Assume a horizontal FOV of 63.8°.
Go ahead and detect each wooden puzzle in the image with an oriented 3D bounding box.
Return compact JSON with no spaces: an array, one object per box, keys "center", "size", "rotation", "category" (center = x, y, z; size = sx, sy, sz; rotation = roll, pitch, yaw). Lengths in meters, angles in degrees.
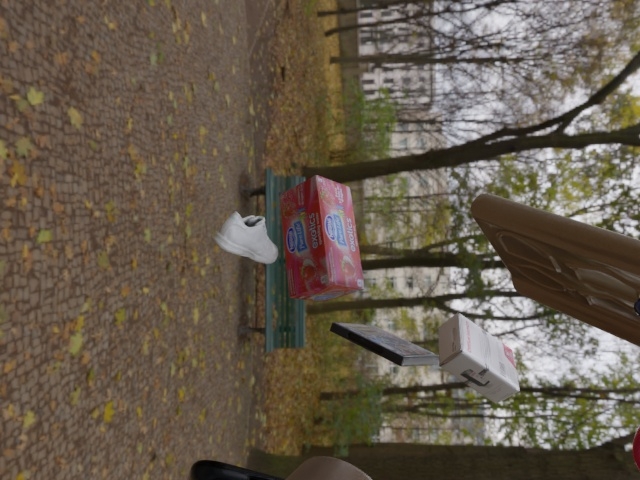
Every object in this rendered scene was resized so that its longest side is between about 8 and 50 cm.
[{"center":[0.468,0.046,0.940],"size":[0.081,0.322,0.348],"rotation":[-54,136,-10],"category":"wooden puzzle"}]

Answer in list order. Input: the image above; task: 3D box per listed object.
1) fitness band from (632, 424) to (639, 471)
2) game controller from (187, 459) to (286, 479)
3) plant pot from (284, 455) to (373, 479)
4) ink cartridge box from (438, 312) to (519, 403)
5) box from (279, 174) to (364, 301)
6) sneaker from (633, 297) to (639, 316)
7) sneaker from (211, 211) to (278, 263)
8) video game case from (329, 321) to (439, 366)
[{"center":[0.696,0.399,0.876],"size":[0.054,0.290,0.209],"rotation":[-39,118,-33],"category":"fitness band"},{"center":[-0.088,0.476,0.943],"size":[0.067,0.318,0.167],"rotation":[-81,-170,-54],"category":"game controller"},{"center":[-0.009,0.435,0.697],"size":[0.229,0.262,0.263],"rotation":[-46,140,-50],"category":"plant pot"},{"center":[0.441,0.330,1.449],"size":[0.092,0.217,0.159],"rotation":[-45,-164,33],"category":"ink cartridge box"},{"center":[0.000,0.000,1.171],"size":[0.122,0.128,0.257],"rotation":[13,63,-45],"category":"box"},{"center":[0.497,0.074,0.609],"size":[0.083,0.221,0.087],"rotation":[20,70,-44],"category":"sneaker"},{"center":[-0.141,-0.010,1.126],"size":[0.094,0.080,0.212],"rotation":[-59,154,5],"category":"sneaker"},{"center":[0.199,0.313,1.561],"size":[0.274,0.248,0.035],"rotation":[19,92,-55],"category":"video game case"}]
